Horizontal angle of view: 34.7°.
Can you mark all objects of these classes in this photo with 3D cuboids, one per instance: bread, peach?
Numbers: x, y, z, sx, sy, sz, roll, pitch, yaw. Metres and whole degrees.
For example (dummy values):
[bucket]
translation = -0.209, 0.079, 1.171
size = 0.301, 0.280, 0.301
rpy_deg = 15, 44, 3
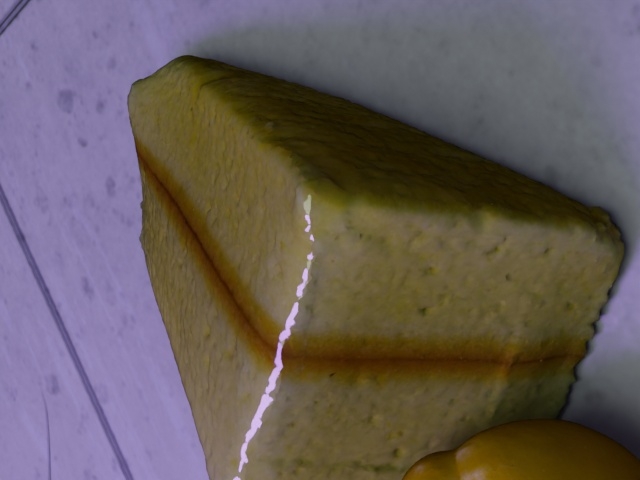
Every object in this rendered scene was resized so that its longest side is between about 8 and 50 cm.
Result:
[bread]
translation = 0.000, 0.000, 0.763
size = 0.361, 0.245, 0.233
rpy_deg = -127, 47, -55
[peach]
translation = 0.125, 0.185, 0.632
size = 0.103, 0.179, 0.179
rpy_deg = -109, 36, -58
